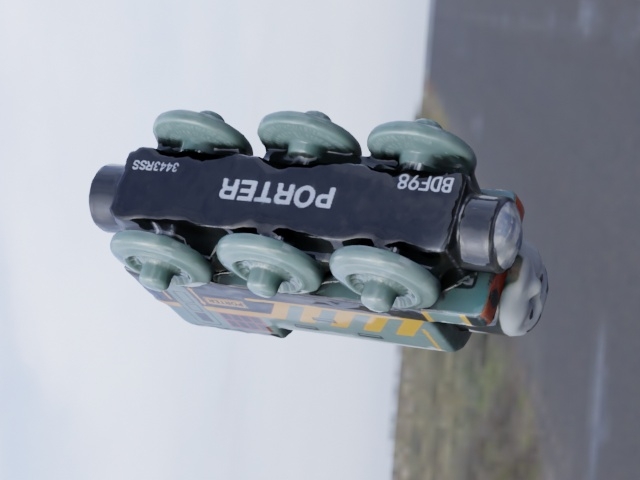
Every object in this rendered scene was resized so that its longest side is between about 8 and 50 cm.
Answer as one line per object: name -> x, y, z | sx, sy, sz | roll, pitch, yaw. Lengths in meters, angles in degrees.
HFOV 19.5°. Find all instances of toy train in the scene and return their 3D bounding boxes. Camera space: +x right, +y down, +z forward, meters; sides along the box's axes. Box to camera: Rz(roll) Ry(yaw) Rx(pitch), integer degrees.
toy train -> 0.000, 0.000, 1.332 | 0.190, 0.334, 0.142 | 48, -127, -54
